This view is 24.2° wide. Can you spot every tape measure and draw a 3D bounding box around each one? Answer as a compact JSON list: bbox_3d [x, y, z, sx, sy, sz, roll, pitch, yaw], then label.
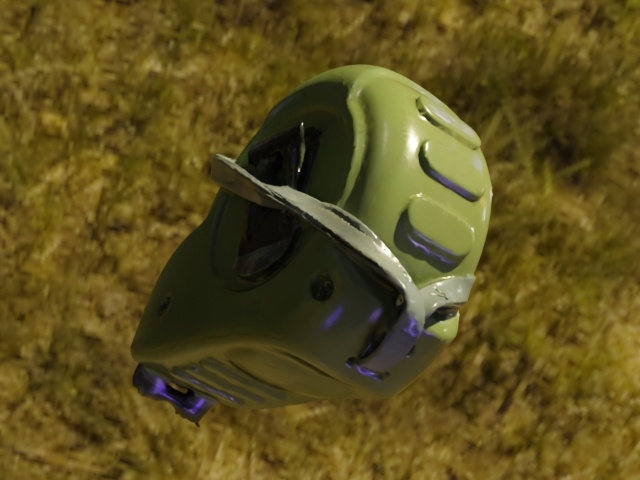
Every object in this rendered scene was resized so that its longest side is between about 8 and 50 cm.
[{"bbox_3d":[0.000,0.000,0.723,0.106,0.200,0.175,29,69,-27],"label":"tape measure"}]
